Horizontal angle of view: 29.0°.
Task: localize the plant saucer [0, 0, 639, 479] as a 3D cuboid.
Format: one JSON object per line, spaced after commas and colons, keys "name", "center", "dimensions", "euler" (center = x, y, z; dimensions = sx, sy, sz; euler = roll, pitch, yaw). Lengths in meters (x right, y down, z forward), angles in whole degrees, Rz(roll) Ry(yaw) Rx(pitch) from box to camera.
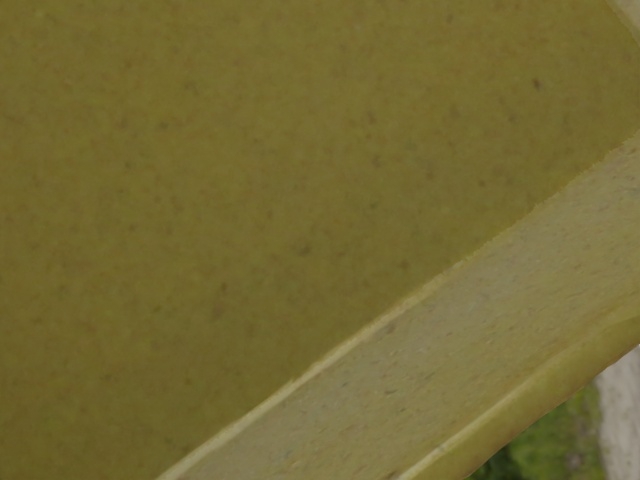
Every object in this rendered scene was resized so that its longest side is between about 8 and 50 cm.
{"name": "plant saucer", "center": [-0.050, -0.075, 0.368], "dimensions": [0.333, 0.333, 0.081], "euler": [54, 171, 6]}
